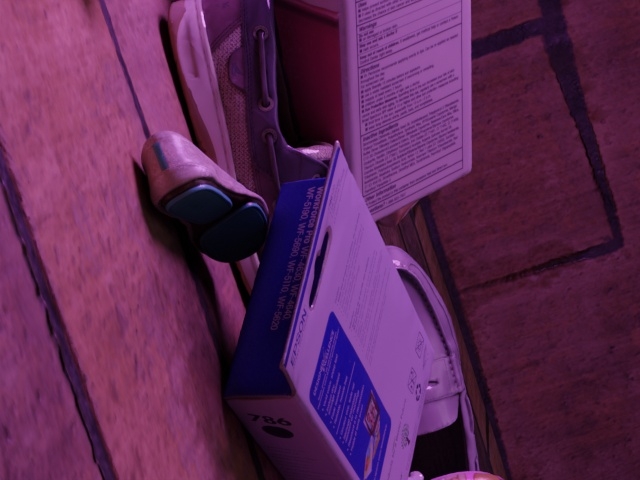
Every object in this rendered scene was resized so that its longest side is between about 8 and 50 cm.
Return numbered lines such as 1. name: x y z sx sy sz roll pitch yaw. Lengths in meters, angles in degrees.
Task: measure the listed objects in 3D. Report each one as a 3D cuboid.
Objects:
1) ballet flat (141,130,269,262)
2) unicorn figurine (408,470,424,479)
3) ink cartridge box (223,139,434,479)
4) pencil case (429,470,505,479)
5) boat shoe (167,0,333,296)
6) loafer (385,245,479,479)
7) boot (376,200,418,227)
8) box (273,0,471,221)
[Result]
1. ballet flat: -0.073 -0.032 1.192 0.052 0.057 0.168 62 2 19
2. unicorn figurine: 0.053 0.177 1.699 0.162 0.060 0.111 52 16 -23
3. ink cartridge box: 0.007 0.078 1.277 0.333 0.065 0.165 65 36 -58
4. pencil case: 0.149 0.294 1.291 0.386 0.167 0.160 -141 -116 -68
5. boat shoe: -0.033 -0.053 1.379 0.103 0.092 0.285 -48 120 -80
6. loafer: 0.101 0.154 1.854 0.111 0.112 0.319 -111 -179 -63
7. boot: 0.009 -0.123 1.632 0.269 0.089 0.236 58 20 -24
8. box: 0.027 -0.148 1.457 0.127 0.148 0.232 24 -53 40
